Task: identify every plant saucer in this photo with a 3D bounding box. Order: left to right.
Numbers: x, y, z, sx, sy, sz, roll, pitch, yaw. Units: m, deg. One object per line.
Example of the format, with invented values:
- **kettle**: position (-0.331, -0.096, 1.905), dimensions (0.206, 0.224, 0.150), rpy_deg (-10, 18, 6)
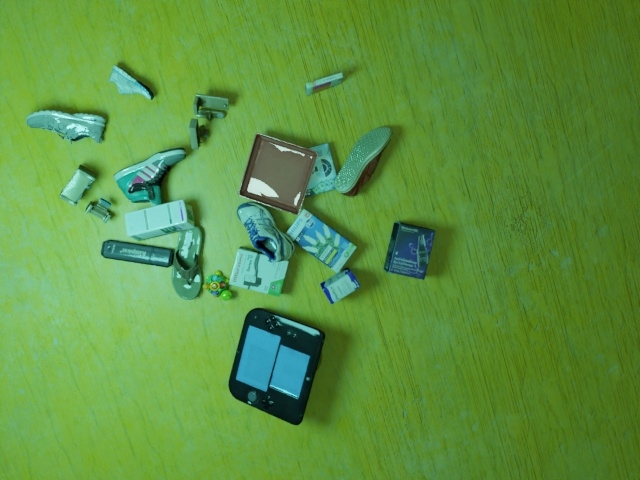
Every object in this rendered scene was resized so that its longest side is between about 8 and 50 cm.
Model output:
- **plant saucer**: position (-0.164, -0.259, 1.858), dimensions (0.258, 0.048, 0.259), rpy_deg (19, 99, 5)

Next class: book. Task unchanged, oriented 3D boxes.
- **book**: position (0.013, -0.609, 1.845), dimensions (0.144, 0.096, 0.035), rpy_deg (-18, 95, -3)

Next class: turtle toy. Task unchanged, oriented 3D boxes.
- **turtle toy**: position (-0.406, 0.187, 1.891), dimensions (0.130, 0.066, 0.095), rpy_deg (42, 91, -6)

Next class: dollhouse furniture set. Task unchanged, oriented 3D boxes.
- **dollhouse furniture set**: position (-0.873, -0.180, 1.820), dimensions (0.184, 0.129, 0.129), rpy_deg (35, 91, -30)
- **dollhouse furniture set**: position (-0.420, -0.444, 1.805), dimensions (0.123, 0.144, 0.151), rpy_deg (6, 58, -5)

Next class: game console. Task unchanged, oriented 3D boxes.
- **game console**: position (-0.180, 0.484, 1.862), dimensions (0.342, 0.060, 0.386), rpy_deg (17, 94, 25)

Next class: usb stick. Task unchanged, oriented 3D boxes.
- **usb stick**: position (-0.718, 0.052, 1.867), dimensions (0.278, 0.045, 0.077), rpy_deg (9, 91, -2)

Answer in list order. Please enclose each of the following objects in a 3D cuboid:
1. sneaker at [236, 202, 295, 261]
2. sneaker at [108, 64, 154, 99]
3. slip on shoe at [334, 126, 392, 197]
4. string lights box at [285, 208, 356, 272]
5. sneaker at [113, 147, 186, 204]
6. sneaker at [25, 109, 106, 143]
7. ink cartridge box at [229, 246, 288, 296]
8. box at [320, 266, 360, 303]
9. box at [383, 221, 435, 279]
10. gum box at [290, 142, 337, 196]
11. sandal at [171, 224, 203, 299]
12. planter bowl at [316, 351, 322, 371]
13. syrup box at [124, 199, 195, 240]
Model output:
- **sneaker**: position (-0.228, -0.036, 1.821), dimensions (0.296, 0.131, 0.112), rpy_deg (42, 117, 14)
- **sneaker**: position (-0.726, -0.584, 1.817), dimensions (0.191, 0.071, 0.083), rpy_deg (35, 98, 3)
- **slip on shoe**: position (0.177, -0.312, 1.884), dimensions (0.331, 0.123, 0.101), rpy_deg (-56, 139, -8)
- **string lights box**: position (0.000, 0.000, 1.900), dimensions (0.260, 0.077, 0.133), rpy_deg (35, 93, -5)
- **sneaker**: position (-0.624, -0.225, 1.815), dimensions (0.296, 0.124, 0.178), rpy_deg (-24, 91, 6)
- **sneaker**: position (-0.961, -0.423, 1.788), dimensions (0.281, 0.105, 0.115), rpy_deg (2, 94, -5)
- **ink cartridge box**: position (-0.244, 0.123, 1.887), dimensions (0.208, 0.087, 0.153), rpy_deg (14, 93, -4)
- **box**: position (0.077, 0.178, 1.894), dimensions (0.137, 0.126, 0.072), rpy_deg (-32, 97, -1)
- **box**: position (0.356, 0.039, 1.912), dimensions (0.153, 0.108, 0.207), rpy_deg (11, 94, -4)
- **gum box**: position (-0.022, -0.278, 1.895), dimensions (0.157, 0.041, 0.184), rpy_deg (-15, 96, -3)
- **sandal**: position (-0.529, 0.084, 1.865), dimensions (0.120, 0.086, 0.302), rpy_deg (2, 94, -4)
- **planter bowl**: position (-0.096, 0.482, 1.924), dimensions (0.217, 0.090, 0.217), rpy_deg (0, 95, -4)
- **syrup box**: position (-0.614, -0.076, 1.823), dimensions (0.237, 0.093, 0.096), rpy_deg (-12, 78, 3)
